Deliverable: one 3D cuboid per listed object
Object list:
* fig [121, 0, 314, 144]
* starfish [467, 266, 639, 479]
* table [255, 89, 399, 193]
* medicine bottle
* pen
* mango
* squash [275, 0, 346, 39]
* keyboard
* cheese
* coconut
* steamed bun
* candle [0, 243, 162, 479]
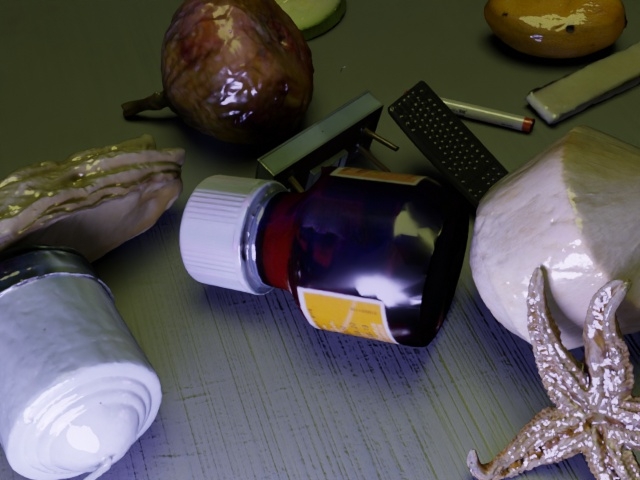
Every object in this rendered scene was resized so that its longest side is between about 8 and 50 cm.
[{"bbox_3d":[-0.201,-0.284,1.729,0.369,0.286,0.286,-17,39,33],"label":"fig"},{"bbox_3d":[0.330,0.218,1.190,0.375,0.327,0.094,57,27,15],"label":"starfish"},{"bbox_3d":[0.017,-0.120,1.593,0.240,0.121,0.111,-36,71,-25],"label":"table"},{"bbox_3d":[0.000,0.000,1.398,0.395,0.242,0.242,14,49,24],"label":"medicine bottle"},{"bbox_3d":[0.260,-0.230,1.734,0.239,0.028,0.028,16,50,18],"label":"pen"},{"bbox_3d":[0.439,-0.408,1.835,0.262,0.109,0.157,1,56,13],"label":"mango"},{"bbox_3d":[-0.058,-0.478,1.992,0.219,0.041,0.219,-5,49,6],"label":"squash"},{"bbox_3d":[0.188,-0.172,1.572,0.381,0.041,0.103,44,61,8],"label":"keyboard"},{"bbox_3d":[0.551,-0.309,1.783,0.400,0.034,0.085,-27,55,-19],"label":"cheese"},{"bbox_3d":[0.366,-0.005,1.310,0.329,0.328,0.328,-2,47,3],"label":"coconut"},{"bbox_3d":[-0.421,-0.038,1.496,0.189,0.247,0.428,43,47,20],"label":"steamed bun"},{"bbox_3d":[-0.336,0.175,1.279,0.221,0.221,0.342,-28,54,-20],"label":"candle"}]
